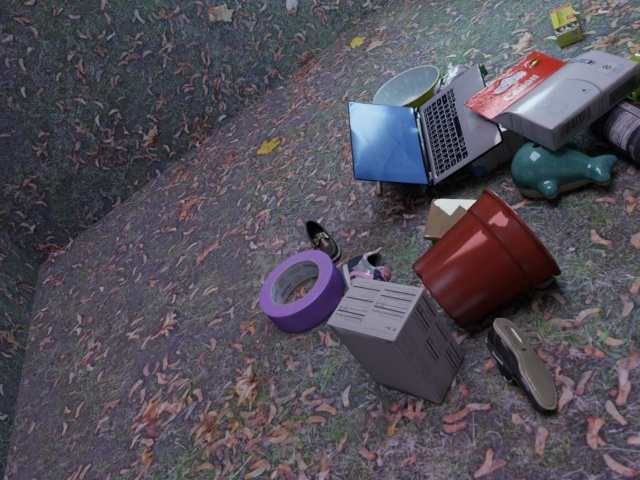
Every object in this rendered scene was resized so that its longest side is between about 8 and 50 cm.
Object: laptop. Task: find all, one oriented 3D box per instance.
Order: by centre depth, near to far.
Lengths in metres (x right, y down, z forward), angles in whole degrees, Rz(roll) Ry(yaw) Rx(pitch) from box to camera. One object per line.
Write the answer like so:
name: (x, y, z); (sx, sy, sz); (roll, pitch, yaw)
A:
laptop: (0.323, -0.392, 1.723); (0.407, 0.236, 0.382); (-34, 43, 36)

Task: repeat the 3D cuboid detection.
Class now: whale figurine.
whale figurine: (0.667, -0.213, 1.466); (0.271, 0.141, 0.216); (8, 53, 46)

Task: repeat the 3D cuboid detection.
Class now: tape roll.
tape roll: (-0.061, 0.161, 1.708); (0.274, 0.090, 0.275); (-24, 35, 19)

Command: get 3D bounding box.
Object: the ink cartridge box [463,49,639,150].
ink cartridge box: (0.647, -0.447, 1.527); (0.308, 0.091, 0.385); (-37, 44, -4)

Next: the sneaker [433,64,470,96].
sneaker: (0.494, -0.464, 1.885); (0.210, 0.137, 0.366); (21, 81, 54)

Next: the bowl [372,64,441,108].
bowl: (0.373, -0.560, 2.138); (0.289, 0.156, 0.290); (-23, 36, 18)

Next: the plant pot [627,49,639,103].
plant pot: (0.975, -0.431, 1.401); (0.228, 0.207, 0.227); (-29, 34, 9)

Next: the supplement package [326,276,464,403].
supplement package: (0.181, 0.234, 1.244); (0.203, 0.262, 0.145); (6, 51, 46)

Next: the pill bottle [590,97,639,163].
pill bottle: (0.848, -0.286, 1.405); (0.130, 0.130, 0.246); (-30, 34, 9)

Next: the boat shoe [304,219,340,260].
boat shoe: (0.000, 0.000, 1.866); (0.081, 0.069, 0.228); (-37, 33, -2)

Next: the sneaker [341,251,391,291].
sneaker: (0.152, 0.138, 1.524); (0.131, 0.112, 0.319); (-33, 35, 10)

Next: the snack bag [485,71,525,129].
snack bag: (0.679, -0.504, 1.905); (0.322, 0.037, 0.343); (-9, 43, 34)

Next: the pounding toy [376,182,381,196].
pounding toy: (0.296, -0.283, 1.940); (0.237, 0.110, 0.183); (-52, 34, 35)

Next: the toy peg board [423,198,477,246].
toy peg board: (0.404, -0.040, 1.568); (0.160, 0.079, 0.161); (4, 49, 23)

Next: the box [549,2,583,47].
box: (0.953, -0.839, 2.048); (0.087, 0.058, 0.232); (-16, 38, 29)

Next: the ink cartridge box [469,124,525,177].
ink cartridge box: (0.559, -0.299, 1.699); (0.181, 0.104, 0.062); (-32, 35, 6)

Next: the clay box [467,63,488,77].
clay box: (0.560, -0.649, 2.150); (0.127, 0.053, 0.222); (-44, 22, -12)

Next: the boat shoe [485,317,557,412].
boat shoe: (0.435, 0.280, 1.153); (0.079, 0.083, 0.233); (-63, 29, 32)

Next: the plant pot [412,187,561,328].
plant pot: (0.388, 0.059, 1.298); (0.265, 0.272, 0.272); (-39, 33, 9)
